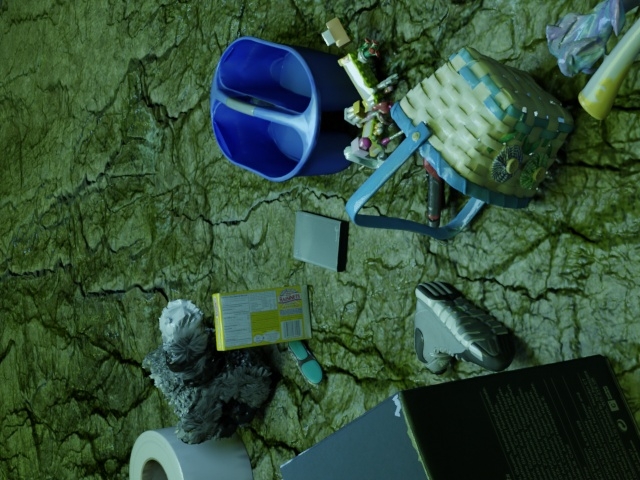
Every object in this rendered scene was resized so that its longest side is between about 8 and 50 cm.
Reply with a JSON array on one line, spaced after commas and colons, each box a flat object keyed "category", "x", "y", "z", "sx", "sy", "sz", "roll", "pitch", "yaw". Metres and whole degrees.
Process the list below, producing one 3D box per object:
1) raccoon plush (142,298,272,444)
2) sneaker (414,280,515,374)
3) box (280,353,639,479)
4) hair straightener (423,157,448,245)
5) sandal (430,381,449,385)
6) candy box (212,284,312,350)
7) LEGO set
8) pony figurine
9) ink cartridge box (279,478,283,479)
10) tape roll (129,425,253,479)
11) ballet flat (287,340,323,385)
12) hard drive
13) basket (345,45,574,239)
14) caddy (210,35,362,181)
[{"category": "raccoon plush", "x": -0.258, "y": 0.192, "z": 2.074, "sx": 0.299, "sy": 0.216, "sz": 0.446, "roll": 45, "pitch": 149, "yaw": 40}, {"category": "sneaker", "x": 0.217, "y": 0.171, "z": 1.625, "sx": 0.228, "sy": 0.086, "sz": 0.132, "roll": 48, "pitch": 134, "yaw": 51}, {"category": "box", "x": 0.201, "y": 0.323, "z": 1.391, "sx": 0.293, "sy": 0.396, "sz": 0.211, "roll": -41, "pitch": 61, "yaw": 45}, {"category": "hair straightener", "x": 0.191, "y": -0.104, "z": 1.650, "sx": 0.047, "sy": 0.089, "sz": 0.230, "roll": -2, "pitch": 107, "yaw": 11}, {"category": "sandal", "x": 0.150, "y": 0.292, "z": 1.737, "sx": 0.240, "sy": 0.088, "sz": 0.079, "roll": -47, "pitch": 25, "yaw": 35}, {"category": "candy box", "x": -0.106, "y": 0.142, "z": 1.924, "sx": 0.027, "sy": 0.206, "sz": 0.105, "roll": -11, "pitch": 84, "yaw": 51}, {"category": "LEGO set", "x": 0.096, "y": -0.254, "z": 1.714, "sx": 0.107, "sy": 0.132, "sz": 0.286, "roll": -28, "pitch": 60, "yaw": 38}, {"category": "pony figurine", "x": 0.434, "y": -0.297, "z": 1.188, "sx": 0.351, "sy": 0.303, "sz": 0.363, "roll": 43, "pitch": 129, "yaw": 1}, {"category": "ink cartridge box", "x": 0.009, "y": 0.481, "z": 1.757, "sx": 0.065, "sy": 0.311, "sz": 0.185, "roll": 100, "pitch": 150, "yaw": -61}, {"category": "tape roll", "x": -0.279, "y": 0.515, "z": 2.209, "sx": 0.246, "sy": 0.169, "sz": 0.246, "roll": 5, "pitch": 96, "yaw": 51}, {"category": "ballet flat", "x": -0.027, "y": 0.237, "z": 1.975, "sx": 0.114, "sy": 0.041, "sz": 0.041, "roll": 56, "pitch": 133, "yaw": 33}, {"category": "hard drive", "x": 0.000, "y": 0.000, "z": 1.927, "sx": 0.135, "sy": 0.022, "sz": 0.094, "roll": 16, "pitch": 105, "yaw": 50}, {"category": "basket", "x": 0.196, "y": -0.117, "z": 1.480, "sx": 0.289, "sy": 0.255, "sz": 0.201, "roll": -48, "pitch": 57, "yaw": 29}, {"category": "caddy", "x": -0.079, "y": -0.240, "z": 1.884, "sx": 0.341, "sy": 0.179, "sz": 0.241, "roll": 26, "pitch": 112, "yaw": 49}]
